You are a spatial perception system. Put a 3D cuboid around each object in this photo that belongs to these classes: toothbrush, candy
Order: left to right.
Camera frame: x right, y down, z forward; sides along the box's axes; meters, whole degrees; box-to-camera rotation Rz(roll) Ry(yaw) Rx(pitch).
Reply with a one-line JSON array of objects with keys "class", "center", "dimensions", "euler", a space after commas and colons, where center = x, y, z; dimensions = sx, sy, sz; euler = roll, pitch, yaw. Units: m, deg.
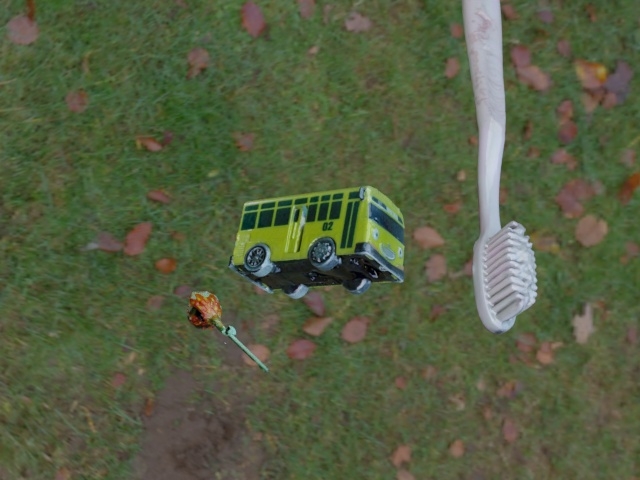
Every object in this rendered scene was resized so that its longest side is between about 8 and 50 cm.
[{"class": "candy", "center": [-0.121, 0.124, 1.383], "dimensions": [0.049, 0.185, 0.055], "euler": [-39, 137, -16]}, {"class": "toothbrush", "center": [0.097, -0.083, 0.585], "dimensions": [0.025, 0.029, 0.307], "euler": [22, 49, -23]}]

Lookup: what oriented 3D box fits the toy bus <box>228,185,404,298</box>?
[{"class": "toy bus", "center": [0.000, 0.000, 1.089], "dimensions": [0.088, 0.175, 0.101], "euler": [38, 54, -48]}]
